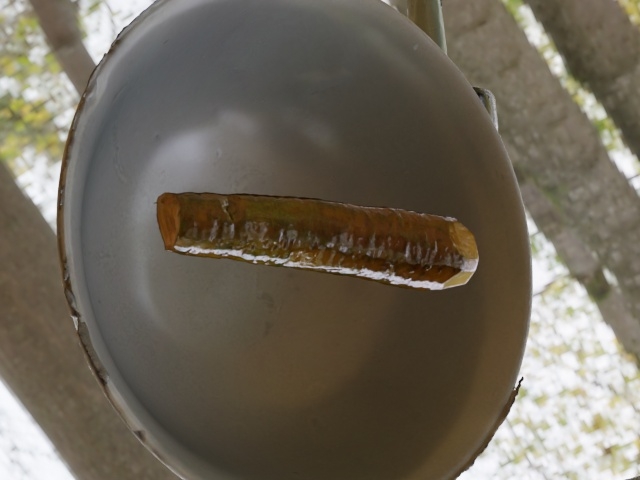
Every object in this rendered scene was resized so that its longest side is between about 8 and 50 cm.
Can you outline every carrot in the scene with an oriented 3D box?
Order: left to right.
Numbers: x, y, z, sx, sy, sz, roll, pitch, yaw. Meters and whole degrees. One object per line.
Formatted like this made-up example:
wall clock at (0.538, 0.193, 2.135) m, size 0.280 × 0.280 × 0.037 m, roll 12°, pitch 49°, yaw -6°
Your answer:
carrot at (0.000, 0.000, 0.674) m, size 0.171 × 0.042 × 0.042 m, roll 6°, pitch -167°, yaw -28°

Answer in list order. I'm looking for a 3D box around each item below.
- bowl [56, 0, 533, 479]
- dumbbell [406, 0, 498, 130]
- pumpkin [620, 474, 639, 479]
bowl at (-0.039, 0.012, 0.875) m, size 0.157 × 0.345 × 0.345 m, roll -17°, pitch -154°, yaw 53°
dumbbell at (0.090, -0.175, 1.153) m, size 0.100 × 0.191 × 0.100 m, roll -5°, pitch 172°, yaw -1°
pumpkin at (0.166, 0.220, 0.650) m, size 0.219 × 0.219 × 0.162 m, roll -26°, pitch -150°, yaw 7°
